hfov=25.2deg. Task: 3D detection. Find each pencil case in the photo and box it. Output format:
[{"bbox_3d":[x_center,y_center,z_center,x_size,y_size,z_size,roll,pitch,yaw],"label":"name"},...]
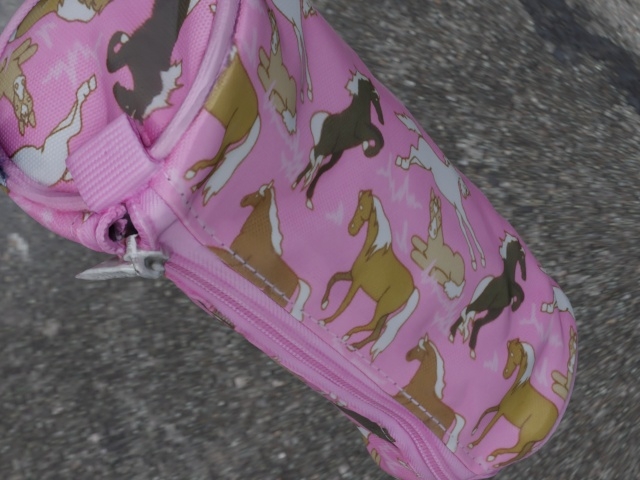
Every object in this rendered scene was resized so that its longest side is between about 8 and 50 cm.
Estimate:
[{"bbox_3d":[0.000,0.000,0.742,0.160,0.386,0.167,31,84,42],"label":"pencil case"}]
